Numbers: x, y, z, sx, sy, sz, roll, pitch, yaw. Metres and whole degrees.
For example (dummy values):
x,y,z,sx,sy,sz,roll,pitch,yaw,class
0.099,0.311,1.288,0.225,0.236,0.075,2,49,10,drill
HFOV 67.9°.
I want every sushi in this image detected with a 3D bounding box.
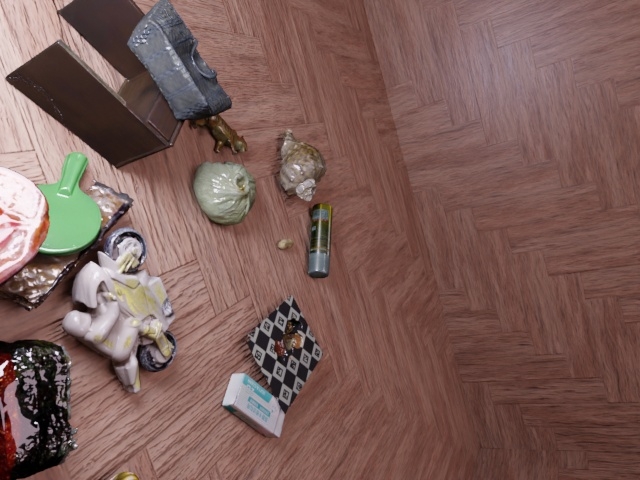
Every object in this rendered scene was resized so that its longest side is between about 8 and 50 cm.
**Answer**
x,y,z,sx,sy,sz,roll,pitch,yaw,class
-0.121,0.345,1.496,0.264,0.050,0.290,63,32,-11,sushi
-0.496,0.273,0.789,0.126,0.136,0.225,4,69,-63,sushi

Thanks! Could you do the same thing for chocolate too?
x,y,z,sx,sy,sz,roll,pitch,yaw,class
-0.498,0.005,0.947,0.102,0.065,0.329,29,44,-8,chocolate

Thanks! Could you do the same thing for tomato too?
x,y,z,sx,sy,sz,roll,pitch,yaw,class
-0.577,0.011,0.709,0.309,0.170,0.309,11,61,-20,tomato

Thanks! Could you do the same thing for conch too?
x,y,z,sx,sy,sz,roll,pitch,yaw,class
-0.056,-0.275,1.733,0.210,0.159,0.291,18,63,-56,conch

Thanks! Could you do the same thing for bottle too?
x,y,z,sx,sy,sz,roll,pitch,yaw,class
0.000,0.000,1.808,0.082,0.082,0.286,38,48,-49,bottle

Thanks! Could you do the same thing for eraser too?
x,y,z,sx,sy,sz,roll,pitch,yaw,class
-0.183,0.470,1.346,0.225,0.052,0.095,53,36,-36,eraser

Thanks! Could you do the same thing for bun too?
x,y,z,sx,sy,sz,roll,pitch,yaw,class
-0.259,-0.152,1.367,0.204,0.126,0.212,61,33,-32,bun

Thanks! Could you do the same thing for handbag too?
x,y,z,sx,sy,sz,roll,pitch,yaw,class
-0.299,-0.385,1.043,0.270,0.088,0.175,59,28,-25,handbag

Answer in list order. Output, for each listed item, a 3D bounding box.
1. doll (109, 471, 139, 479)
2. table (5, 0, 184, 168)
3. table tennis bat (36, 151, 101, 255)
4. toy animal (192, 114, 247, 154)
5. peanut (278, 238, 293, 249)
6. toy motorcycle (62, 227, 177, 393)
x,y,z,sx,sy,sz,roll,pitch,yaw,class
-0.374,0.593,0.809,0.340,0.209,0.318,13,66,-61,doll
-0.448,-0.357,1.037,0.282,0.196,0.250,47,42,-42,table
-0.511,-0.078,0.941,0.160,0.039,0.257,16,51,-23,table tennis bat
-0.306,-0.325,1.427,0.241,0.057,0.099,43,38,-44,toy animal
-0.118,0.013,1.646,0.083,0.037,0.037,0,80,-65,peanut
-0.414,0.158,0.989,0.223,0.108,0.340,-38,123,-49,toy motorcycle
